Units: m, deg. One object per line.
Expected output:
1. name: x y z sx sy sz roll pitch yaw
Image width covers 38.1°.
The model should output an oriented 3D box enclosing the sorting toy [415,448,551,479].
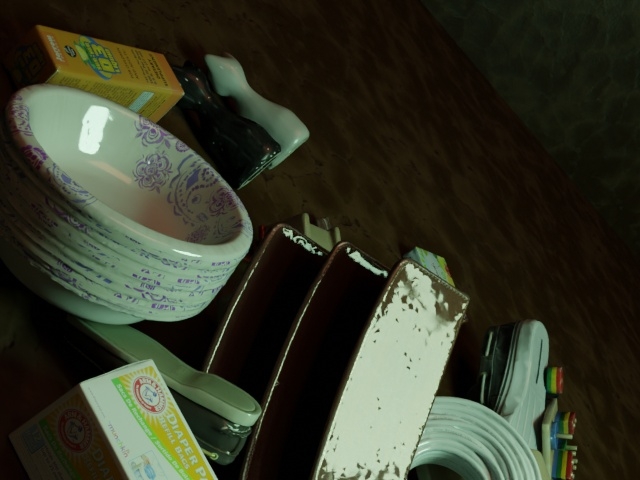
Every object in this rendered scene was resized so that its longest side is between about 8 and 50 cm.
1. sorting toy: 0.232 0.414 1.288 0.255 0.089 0.257 17 45 -34

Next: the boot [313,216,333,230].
1. boot: 0.000 0.000 1.471 0.106 0.037 0.114 44 29 -49

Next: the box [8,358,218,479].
1. box: -0.174 0.228 0.849 0.203 0.114 0.103 59 27 10

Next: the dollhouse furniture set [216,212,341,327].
1. dollhouse furniture set: -0.033 0.108 1.242 0.262 0.135 0.259 23 52 -46

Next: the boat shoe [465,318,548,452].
1. boat shoe: 0.306 0.285 1.568 0.121 0.119 0.335 53 44 -33

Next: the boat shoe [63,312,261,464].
1. boat shoe: -0.173 0.147 0.942 0.228 0.068 0.081 28 10 12

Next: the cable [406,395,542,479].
1. cable: 0.154 0.321 1.163 0.257 0.089 0.257 -2 53 -12

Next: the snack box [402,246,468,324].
1. snack box: 0.213 0.088 1.716 0.100 0.037 0.141 19 44 -47

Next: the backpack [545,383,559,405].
1. backpack: 0.388 0.272 1.726 0.120 0.098 0.101 14 44 -51

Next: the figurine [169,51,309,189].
1. figurine: -0.133 -0.205 1.445 0.209 0.092 0.215 50 26 -1

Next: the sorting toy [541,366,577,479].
1. sorting toy: 0.407 0.361 1.570 0.132 0.046 0.274 -27 115 -68

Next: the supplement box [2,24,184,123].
1. supplement box: -0.287 -0.209 1.201 0.233 0.080 0.078 -5 61 -57

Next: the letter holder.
1. letter holder: -0.001 0.150 1.014 0.214 0.152 0.302 33 72 -35

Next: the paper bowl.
1. paper bowl: -0.225 -0.024 0.968 0.284 0.148 0.284 34 19 -13
